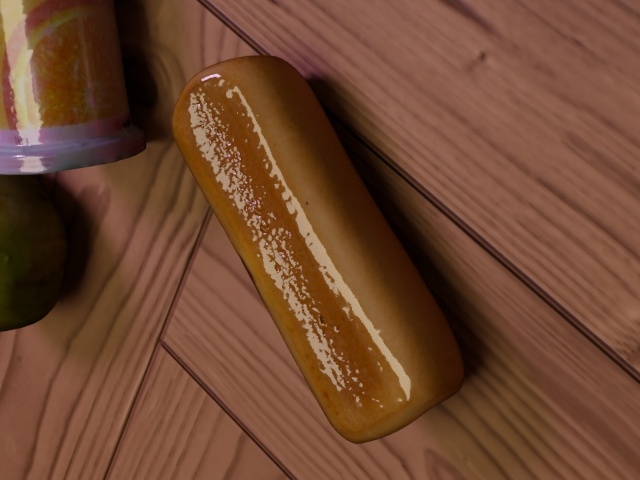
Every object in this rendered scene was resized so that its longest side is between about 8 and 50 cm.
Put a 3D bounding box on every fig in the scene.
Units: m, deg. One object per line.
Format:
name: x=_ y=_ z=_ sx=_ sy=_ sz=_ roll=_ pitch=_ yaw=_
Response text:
fig: x=-0.253 y=-0.002 z=1.046 sx=0.153 sy=0.120 sz=0.136 roll=46 pitch=142 yaw=-13

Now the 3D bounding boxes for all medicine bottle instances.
medicine bottle: x=-0.194 y=-0.259 z=0.902 sx=0.108 sy=0.108 sz=0.425 roll=6 pitch=109 yaw=42

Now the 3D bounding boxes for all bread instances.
bread: x=0.000 y=0.000 z=0.838 sx=0.093 sy=0.074 sz=0.239 roll=-35 pitch=80 yaw=37
